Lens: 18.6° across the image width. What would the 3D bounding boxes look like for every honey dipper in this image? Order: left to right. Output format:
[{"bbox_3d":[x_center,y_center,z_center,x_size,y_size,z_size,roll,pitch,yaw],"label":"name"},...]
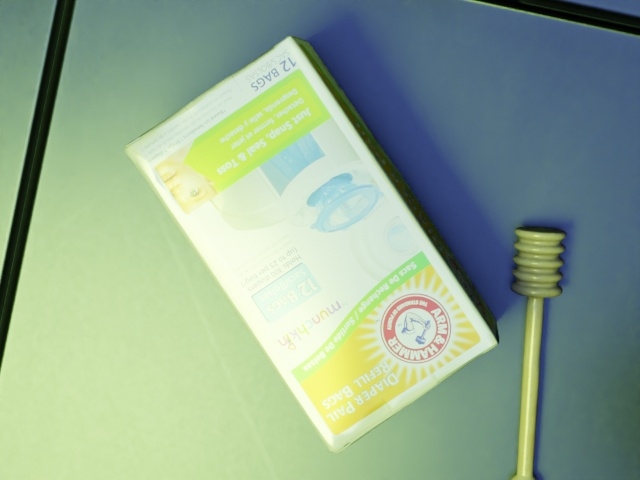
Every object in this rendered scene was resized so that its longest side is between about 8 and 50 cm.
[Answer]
[{"bbox_3d":[0.120,0.073,1.121,0.030,0.030,0.160,5,97,4],"label":"honey dipper"}]

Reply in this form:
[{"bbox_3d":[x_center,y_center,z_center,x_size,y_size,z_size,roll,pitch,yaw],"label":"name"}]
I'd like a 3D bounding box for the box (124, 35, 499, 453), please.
[{"bbox_3d":[0.000,0.000,1.086,0.114,0.103,0.203,-33,91,6],"label":"box"}]
